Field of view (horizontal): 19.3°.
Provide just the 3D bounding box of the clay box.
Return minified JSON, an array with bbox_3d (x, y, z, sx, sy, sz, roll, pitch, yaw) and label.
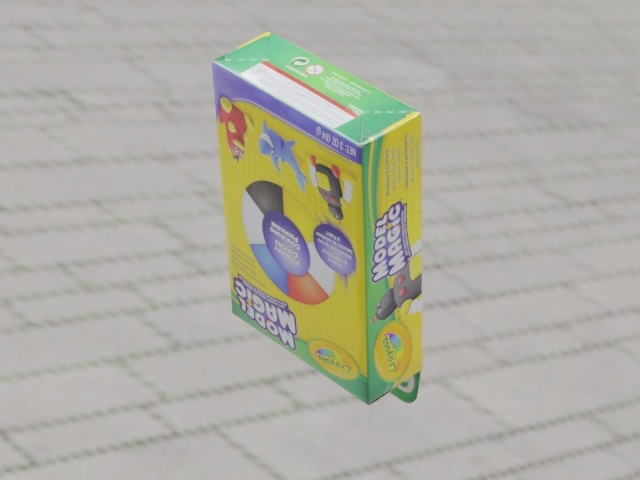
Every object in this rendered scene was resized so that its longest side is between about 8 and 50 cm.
[{"bbox_3d":[0.000,0.000,1.120,0.053,0.222,0.127,-30,45,-32],"label":"clay box"}]
